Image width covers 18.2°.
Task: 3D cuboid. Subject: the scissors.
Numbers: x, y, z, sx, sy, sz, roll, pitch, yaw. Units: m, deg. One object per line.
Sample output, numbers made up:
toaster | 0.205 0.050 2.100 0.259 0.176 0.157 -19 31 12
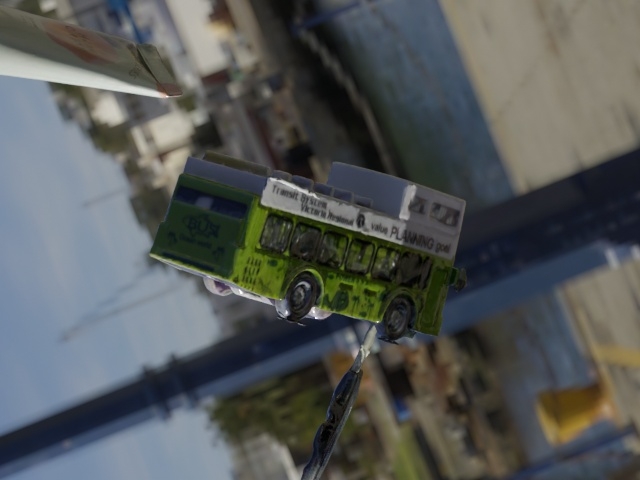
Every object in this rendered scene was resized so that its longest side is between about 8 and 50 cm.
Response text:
scissors | 0.039 0.117 1.993 0.109 0.022 0.300 -30 -39 -81

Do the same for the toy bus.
toy bus | 0.000 0.000 1.675 0.301 0.113 0.139 15 -89 -53

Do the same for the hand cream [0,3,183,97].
hand cream | -0.307 -0.203 2.017 0.124 0.340 0.078 55 131 52
